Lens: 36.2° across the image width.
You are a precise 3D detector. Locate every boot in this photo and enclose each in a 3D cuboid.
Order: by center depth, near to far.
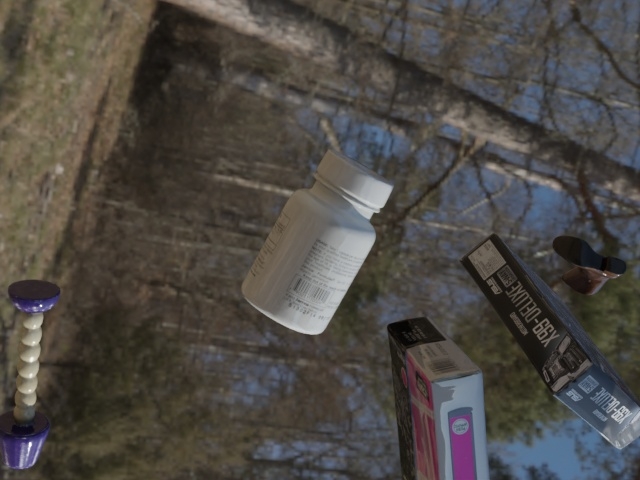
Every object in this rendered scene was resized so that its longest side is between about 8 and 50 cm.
[{"bbox_3d":[0.348,0.037,1.336,0.114,0.106,0.037,115,1,-74],"label":"boot"}]

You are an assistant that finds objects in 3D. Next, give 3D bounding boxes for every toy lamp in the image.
[{"bbox_3d":[-0.416,0.194,1.382,0.080,0.080,0.274,-134,-131,-61],"label":"toy lamp"}]

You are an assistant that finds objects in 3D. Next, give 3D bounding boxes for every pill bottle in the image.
[{"bbox_3d":[0.000,0.000,1.326,0.229,0.131,0.131,-61,-152,9],"label":"pill bottle"}]

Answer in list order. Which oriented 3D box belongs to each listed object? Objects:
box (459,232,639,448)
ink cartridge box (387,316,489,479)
[{"bbox_3d":[0.369,0.154,1.537,0.076,0.242,0.307,-41,-137,12],"label":"box"},{"bbox_3d":[0.141,0.288,1.116,0.176,0.069,0.371,-130,-151,-72],"label":"ink cartridge box"}]
